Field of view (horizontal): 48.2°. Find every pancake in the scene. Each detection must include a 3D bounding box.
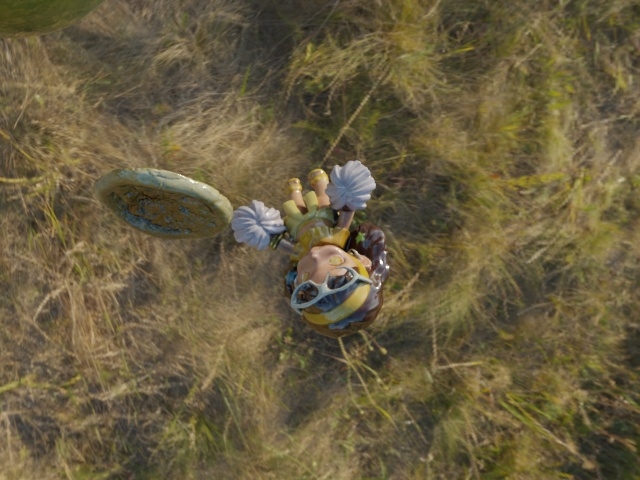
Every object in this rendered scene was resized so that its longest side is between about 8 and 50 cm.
[{"bbox_3d":[-0.157,-0.035,0.714,0.140,0.139,0.022,20,64,-24],"label":"pancake"}]

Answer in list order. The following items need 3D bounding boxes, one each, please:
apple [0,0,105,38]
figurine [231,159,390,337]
[{"bbox_3d":[-0.328,-0.340,0.692,0.254,0.292,0.291,-20,106,4],"label":"apple"},{"bbox_3d":[0.001,0.002,0.838,0.175,0.240,0.116,-25,145,9],"label":"figurine"}]
